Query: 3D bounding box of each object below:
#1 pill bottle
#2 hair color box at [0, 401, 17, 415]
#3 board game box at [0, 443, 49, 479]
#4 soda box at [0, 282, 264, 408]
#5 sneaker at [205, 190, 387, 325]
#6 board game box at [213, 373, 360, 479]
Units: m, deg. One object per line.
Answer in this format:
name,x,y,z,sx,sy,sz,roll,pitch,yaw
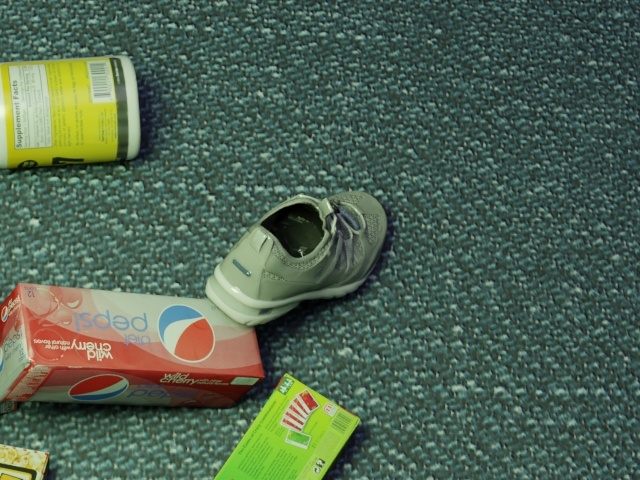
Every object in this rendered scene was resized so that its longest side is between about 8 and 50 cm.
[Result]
pill bottle,-0.308,-0.140,1.682,0.208,0.119,0.119,-5,61,-13
hair color box,-0.361,0.092,1.554,0.053,0.093,0.167,-19,66,-20
board game box,-0.353,0.285,1.471,0.146,0.045,0.193,12,59,-3
soda box,-0.191,0.108,1.527,0.263,0.083,0.092,7,57,-35
sneaker,0.000,0.000,1.624,0.105,0.115,0.281,40,35,12
board game box,-0.045,0.235,1.557,0.092,0.043,0.181,30,59,8
